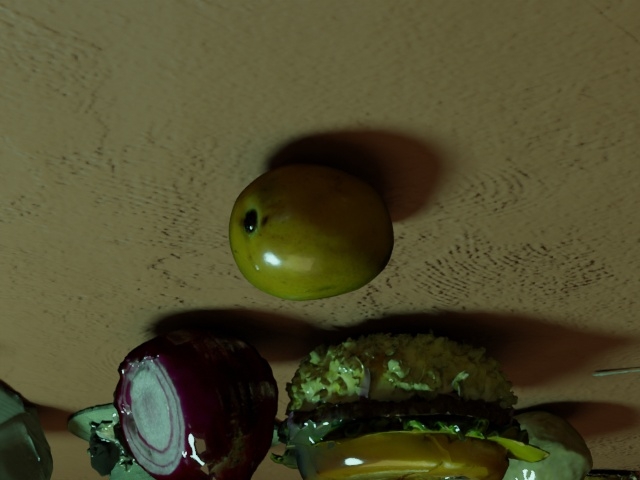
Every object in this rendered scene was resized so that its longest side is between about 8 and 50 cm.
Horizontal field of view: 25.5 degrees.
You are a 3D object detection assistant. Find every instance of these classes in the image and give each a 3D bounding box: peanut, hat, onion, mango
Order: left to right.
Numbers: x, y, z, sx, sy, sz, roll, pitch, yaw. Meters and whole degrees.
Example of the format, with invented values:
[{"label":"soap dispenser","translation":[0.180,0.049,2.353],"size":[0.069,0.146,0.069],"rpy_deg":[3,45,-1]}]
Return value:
[{"label":"hat","translation":[-0.396,0.262,1.497],"size":[0.214,0.149,0.245],"rpy_deg":[-31,170,-2]},{"label":"hat","translation":[-0.170,0.279,1.638],"size":[0.257,0.130,0.257],"rpy_deg":[1,158,0]},{"label":"onion","translation":[-0.094,0.173,1.293],"size":[0.135,0.198,0.173],"rpy_deg":[-22,168,-32]},{"label":"mango","translation":[-0.005,0.000,0.967],"size":[0.111,0.090,0.163],"rpy_deg":[-1,167,2]},{"label":"peanut","translation":[0.204,0.255,1.562],"size":[0.129,0.129,0.224],"rpy_deg":[21,143,-40]}]

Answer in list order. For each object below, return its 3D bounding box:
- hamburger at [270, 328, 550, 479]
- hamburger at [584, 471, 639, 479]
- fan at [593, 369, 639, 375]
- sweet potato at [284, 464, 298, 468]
[{"label":"hamburger","translation":[0.075,0.166,1.316],"size":[0.243,0.139,0.261],"rpy_deg":[9,157,-20]},{"label":"hamburger","translation":[0.331,0.356,1.845],"size":[0.176,0.102,0.087],"rpy_deg":[-10,144,27]},{"label":"fan","translation":[0.409,0.115,1.340],"size":[0.310,0.010,0.182],"rpy_deg":[-10,157,25]},{"label":"sweet potato","translation":[0.061,0.266,1.695],"size":[0.249,0.060,0.069],"rpy_deg":[-2,171,20]}]
